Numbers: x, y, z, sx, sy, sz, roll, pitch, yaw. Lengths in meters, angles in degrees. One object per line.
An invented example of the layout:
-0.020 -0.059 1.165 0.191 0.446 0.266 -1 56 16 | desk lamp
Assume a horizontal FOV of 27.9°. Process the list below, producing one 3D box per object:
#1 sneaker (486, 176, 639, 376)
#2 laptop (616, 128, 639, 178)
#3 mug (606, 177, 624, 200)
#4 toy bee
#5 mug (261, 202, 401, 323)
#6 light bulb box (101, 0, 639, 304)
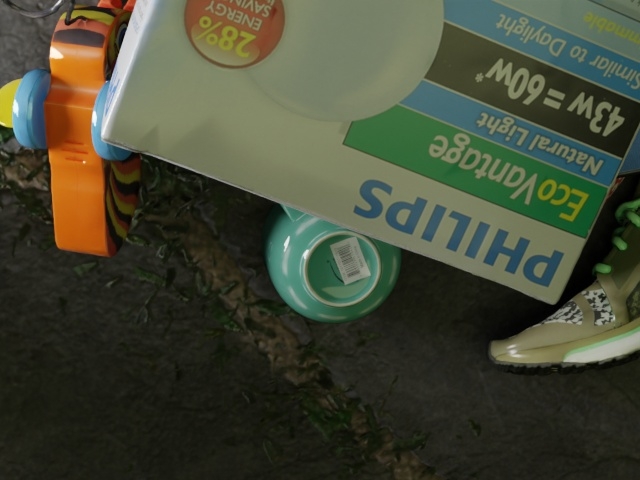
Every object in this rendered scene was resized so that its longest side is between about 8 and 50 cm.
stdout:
0.342 0.009 1.298 0.410 0.158 0.182 -25 77 -1 | sneaker
0.345 -0.301 1.078 0.382 0.236 0.408 -12 136 -4 | laptop
0.237 -0.062 1.231 0.113 0.150 0.169 41 91 -8 | mug
-0.187 -0.139 1.140 0.195 0.162 0.298 26 132 0 | toy bee
0.000 0.009 1.231 0.158 0.097 0.129 20 101 -15 | mug
0.064 -0.196 0.950 0.358 0.225 0.361 19 103 -12 | light bulb box
